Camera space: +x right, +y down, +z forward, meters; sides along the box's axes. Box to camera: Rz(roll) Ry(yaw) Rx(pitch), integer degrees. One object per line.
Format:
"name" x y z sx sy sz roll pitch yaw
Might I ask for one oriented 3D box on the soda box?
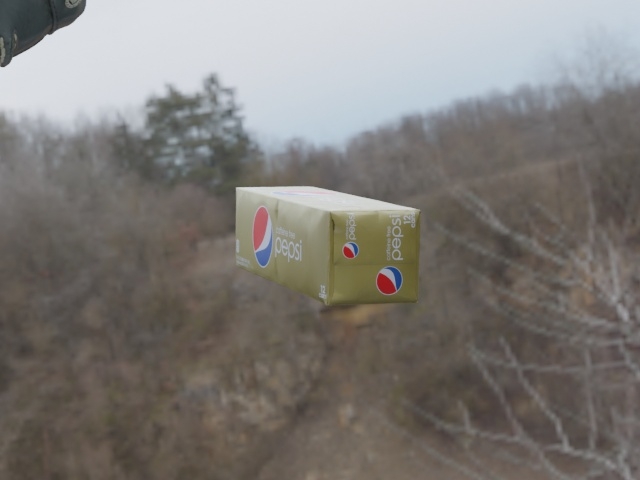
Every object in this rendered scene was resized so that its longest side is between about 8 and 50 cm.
"soda box" 0.000 0.000 0.889 0.061 0.058 0.181 -1 6 -21

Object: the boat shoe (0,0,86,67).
"boat shoe" -0.175 -0.236 0.693 0.099 0.319 0.116 -21 41 -30
